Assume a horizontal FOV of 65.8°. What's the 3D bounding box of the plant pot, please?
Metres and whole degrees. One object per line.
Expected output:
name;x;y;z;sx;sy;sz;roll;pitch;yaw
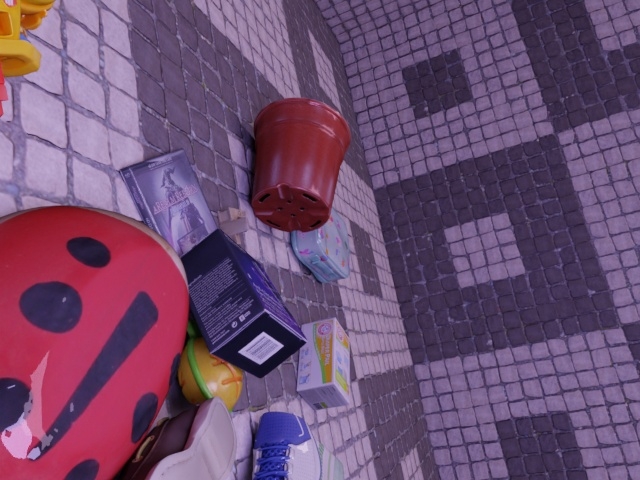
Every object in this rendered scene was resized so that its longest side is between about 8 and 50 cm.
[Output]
plant pot;-0.064;-0.182;1.304;0.272;0.272;0.265;52;36;-49

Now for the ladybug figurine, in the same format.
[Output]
ladybug figurine;-0.272;0.120;0.538;0.449;0.161;0.305;-78;147;-55

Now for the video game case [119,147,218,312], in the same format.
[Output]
video game case;-0.256;-0.027;0.935;0.196;0.026;0.274;-57;130;-67

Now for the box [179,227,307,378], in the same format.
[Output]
box;-0.138;0.105;0.835;0.207;0.108;0.153;53;2;37

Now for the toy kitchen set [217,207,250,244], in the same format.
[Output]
toy kitchen set;-0.177;-0.031;1.104;0.075;0.068;0.083;7;68;-71

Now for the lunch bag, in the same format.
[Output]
lunch bag;0.000;0.000;1.541;0.279;0.107;0.224;47;37;-52

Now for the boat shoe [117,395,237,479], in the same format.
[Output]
boat shoe;-0.178;0.284;0.563;0.324;0.096;0.117;-80;151;-83

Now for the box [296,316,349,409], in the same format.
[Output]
box;0.011;0.322;1.305;0.203;0.103;0.114;-87;154;-46

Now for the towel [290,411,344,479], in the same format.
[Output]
towel;-0.012;0.571;1.133;0.248;0.038;0.325;-88;155;-46

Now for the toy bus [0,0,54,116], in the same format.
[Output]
toy bus;-0.391;-0.245;0.556;0.220;0.149;0.212;-57;141;-70

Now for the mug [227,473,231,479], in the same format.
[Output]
mug;-0.175;0.396;0.785;0.062;0.078;0.064;-152;-131;-69

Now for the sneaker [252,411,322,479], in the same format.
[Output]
sneaker;-0.078;0.445;0.856;0.182;0.127;0.316;70;16;-51

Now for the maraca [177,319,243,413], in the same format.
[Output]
maraca;-0.187;0.210;0.830;0.186;0.099;0.127;58;-5;50
